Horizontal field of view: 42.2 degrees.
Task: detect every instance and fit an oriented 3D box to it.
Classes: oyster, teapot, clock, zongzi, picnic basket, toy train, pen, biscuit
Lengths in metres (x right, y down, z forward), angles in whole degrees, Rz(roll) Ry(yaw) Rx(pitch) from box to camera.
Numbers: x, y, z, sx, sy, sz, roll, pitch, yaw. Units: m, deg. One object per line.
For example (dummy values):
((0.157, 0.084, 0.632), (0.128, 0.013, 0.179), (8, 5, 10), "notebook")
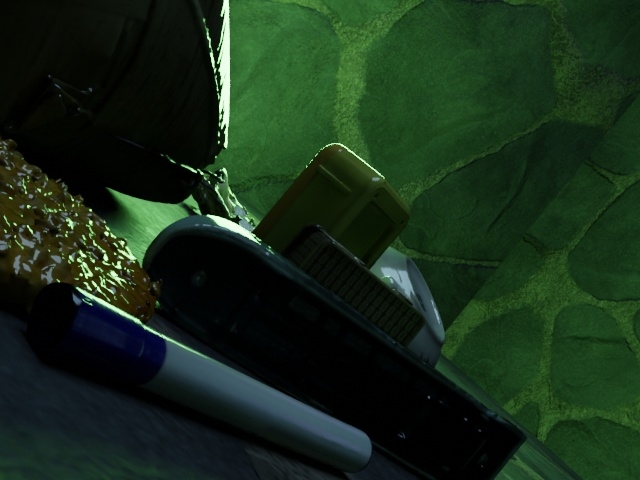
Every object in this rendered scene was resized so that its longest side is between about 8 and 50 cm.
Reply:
((-0.158, -0.045, 1.352), (0.209, 0.072, 0.133), (62, 5, 27), "oyster")
((0.078, 0.102, 1.174), (0.300, 0.166, 0.208), (26, 52, -53), "teapot")
((0.000, 0.000, 0.975), (0.096, 0.202, 0.143), (40, 1, 28), "clock")
((-0.125, -0.264, 0.815), (0.218, 0.467, 0.500), (34, -1, 14), "zongzi")
((0.016, 0.072, 0.871), (0.164, 0.115, 0.079), (39, -1, -21), "picnic basket")
((0.013, 0.093, 0.691), (0.407, 0.086, 0.088), (38, 3, -32), "toy train")
((-0.047, 0.087, 0.459), (0.033, 0.033, 0.269), (40, 1, 42), "pen")
((-0.193, -0.033, 0.467), (0.254, 0.035, 0.254), (39, 2, -2), "biscuit")
